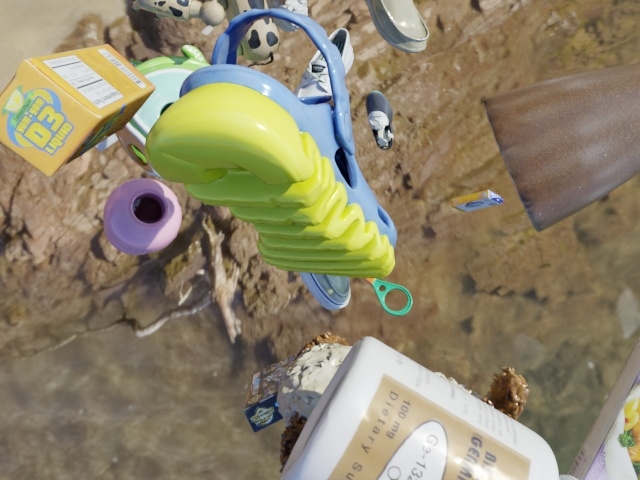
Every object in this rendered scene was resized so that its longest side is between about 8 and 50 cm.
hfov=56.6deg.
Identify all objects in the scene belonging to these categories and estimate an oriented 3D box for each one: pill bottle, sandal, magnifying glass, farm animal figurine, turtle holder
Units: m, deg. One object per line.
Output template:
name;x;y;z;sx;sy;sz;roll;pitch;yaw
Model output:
pill bottle;0.099;0.182;0.438;0.229;0.131;0.131;30;104;4
sandal;-0.007;-0.058;0.466;0.126;0.317;0.138;3;70;16
magnifying glass;0.184;0.144;1.842;0.231;0.026;0.092;40;80;16
farm animal figurine;-0.180;-0.485;1.175;0.330;0.172;0.326;-51;131;-18
turtle holder;-0.270;-0.243;1.252;0.321;0.227;0.243;5;135;-29

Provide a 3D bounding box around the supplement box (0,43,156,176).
supplement box;-0.237;-0.137;0.589;0.080;0.233;0.078;41;104;-14

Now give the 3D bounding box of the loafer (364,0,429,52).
loafer;0.157;-0.539;1.319;0.102;0.092;0.268;-32;86;-32

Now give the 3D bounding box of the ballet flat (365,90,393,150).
ballet flat;0.164;-0.315;1.612;0.074;0.074;0.203;-19;148;4

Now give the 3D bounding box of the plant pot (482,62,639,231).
plant pot;0.383;-0.152;0.845;0.231;0.215;0.215;-22;107;22

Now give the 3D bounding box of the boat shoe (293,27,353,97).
boat shoe;-0.004;-0.292;1.069;0.083;0.226;0.075;13;150;13

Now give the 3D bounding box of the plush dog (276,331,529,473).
plush dog;0.063;0.186;0.600;0.226;0.262;0.210;23;110;-5

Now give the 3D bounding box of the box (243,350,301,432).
box;-0.058;0.279;1.170;0.175;0.220;0.051;-26;95;-2

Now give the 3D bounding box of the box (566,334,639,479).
box;0.346;0.126;0.588;0.063;0.067;0.323;28;89;14

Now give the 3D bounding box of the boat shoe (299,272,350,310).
boat shoe;0.000;0.000;1.275;0.094;0.109;0.302;-28;80;44

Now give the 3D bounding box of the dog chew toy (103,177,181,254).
dog chew toy;-0.521;-0.051;1.689;0.207;0.332;0.206;7;75;-27

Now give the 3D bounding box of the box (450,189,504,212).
box;0.457;-0.114;1.721;0.136;0.081;0.028;-15;70;38

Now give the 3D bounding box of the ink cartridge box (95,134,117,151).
ink cartridge box;-0.583;-0.370;1.627;0.224;0.223;0.045;-33;63;1
